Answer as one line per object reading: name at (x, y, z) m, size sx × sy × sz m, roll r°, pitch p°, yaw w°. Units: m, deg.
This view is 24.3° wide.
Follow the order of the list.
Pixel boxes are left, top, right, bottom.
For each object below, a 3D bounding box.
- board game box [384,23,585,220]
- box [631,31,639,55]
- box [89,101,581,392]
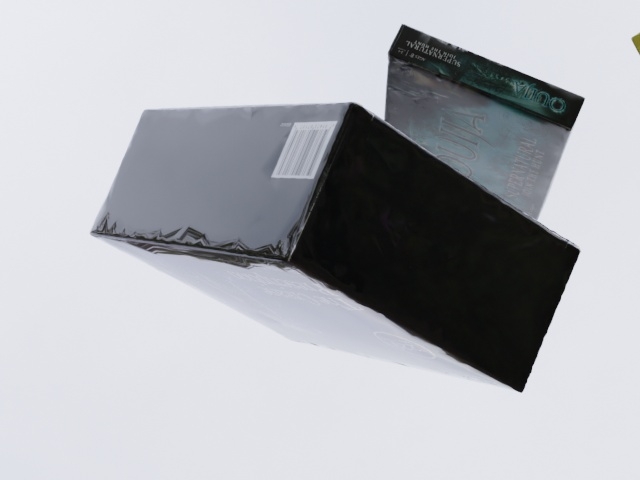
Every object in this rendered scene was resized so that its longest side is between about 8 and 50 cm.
board game box at (0.103, -0.073, 1.008) m, size 0.126 × 0.026 × 0.186 m, roll 23°, pitch -16°, yaw 9°
box at (0.364, -0.193, 1.160) m, size 0.232 × 0.058 × 0.087 m, roll -35°, pitch -23°, yaw 25°
box at (0.000, 0.000, 0.926) m, size 0.184 × 0.261 × 0.103 m, roll 27°, pitch -101°, yaw -30°
